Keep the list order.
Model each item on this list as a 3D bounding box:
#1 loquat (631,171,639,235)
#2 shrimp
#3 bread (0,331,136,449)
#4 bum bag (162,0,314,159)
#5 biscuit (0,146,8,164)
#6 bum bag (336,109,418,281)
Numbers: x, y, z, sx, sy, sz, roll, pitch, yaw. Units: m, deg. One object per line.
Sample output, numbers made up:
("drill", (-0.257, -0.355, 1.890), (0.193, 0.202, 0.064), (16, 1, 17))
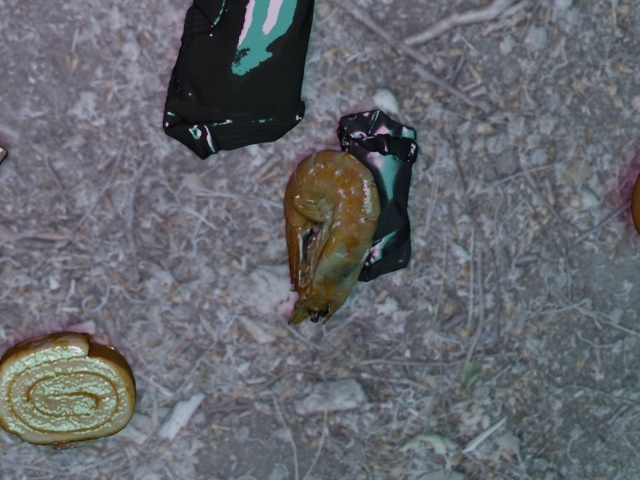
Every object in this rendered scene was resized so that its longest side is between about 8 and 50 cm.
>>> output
("loquat", (0.423, -0.040, 1.200), (0.163, 0.137, 0.163), (-11, 113, -27))
("shrimp", (0.001, -0.001, 1.164), (0.051, 0.115, 0.217), (-17, 133, -46))
("bread", (-0.274, 0.157, 1.150), (0.149, 0.073, 0.122), (-8, 105, -9))
("bum bag", (-0.062, -0.234, 1.081), (0.142, 0.079, 0.326), (11, 107, -15))
("biscuit", (-0.441, 0.050, 1.032), (0.094, 0.054, 0.378), (33, 74, -21))
("bum bag", (0.060, -0.044, 1.171), (0.087, 0.049, 0.197), (0, 109, -4))
